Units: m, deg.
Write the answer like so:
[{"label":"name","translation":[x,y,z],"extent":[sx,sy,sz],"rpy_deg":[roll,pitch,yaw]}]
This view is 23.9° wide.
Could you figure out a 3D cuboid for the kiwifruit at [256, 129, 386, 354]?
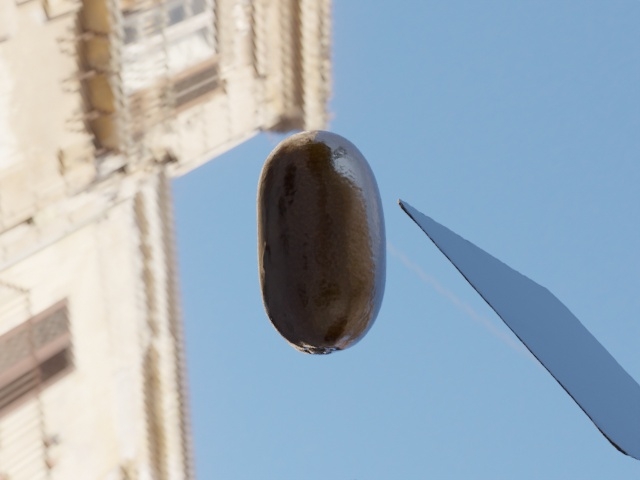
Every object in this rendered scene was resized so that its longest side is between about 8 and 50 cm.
[{"label":"kiwifruit","translation":[0.000,0.000,0.813],"extent":[0.075,0.075,0.125],"rpy_deg":[-23,-114,40]}]

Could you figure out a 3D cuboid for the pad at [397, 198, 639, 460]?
[{"label":"pad","translation":[0.089,0.041,0.514],"extent":[0.003,0.157,0.112],"rpy_deg":[-46,-120,11]}]
